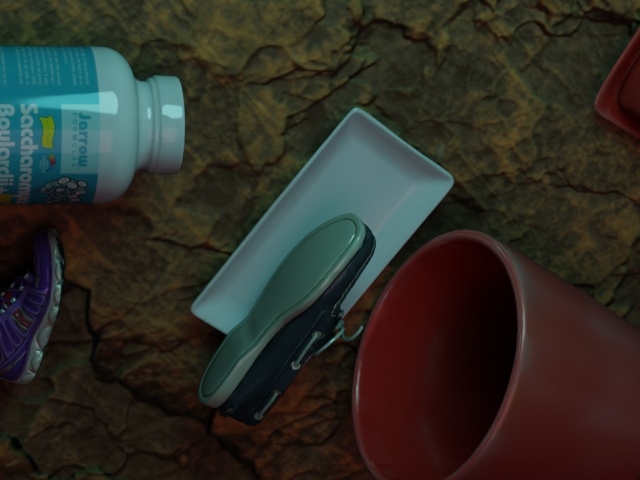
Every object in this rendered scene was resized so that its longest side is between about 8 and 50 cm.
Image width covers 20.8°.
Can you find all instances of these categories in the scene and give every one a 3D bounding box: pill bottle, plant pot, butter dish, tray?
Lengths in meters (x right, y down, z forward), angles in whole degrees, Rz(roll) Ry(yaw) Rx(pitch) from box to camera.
[{"bbox_3d":[-0.261,-0.105,1.589,0.264,0.146,0.146,-2,115,-14],"label":"pill bottle"},{"bbox_3d":[0.205,0.151,1.791,0.243,0.275,0.275,18,109,-33],"label":"plant pot"},{"bbox_3d":[0.387,-0.151,1.759,0.160,0.118,0.160,25,106,-25],"label":"butter dish"},{"bbox_3d":[0.000,0.000,1.776,0.145,0.030,0.270,34,102,-25],"label":"tray"}]

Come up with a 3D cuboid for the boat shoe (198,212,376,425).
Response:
[{"bbox_3d":[-0.021,0.084,1.740,0.079,0.095,0.254,31,105,-24],"label":"boat shoe"}]

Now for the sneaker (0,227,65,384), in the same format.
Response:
[{"bbox_3d":[-0.293,0.065,1.708,0.071,0.068,0.170,15,111,-15],"label":"sneaker"}]
